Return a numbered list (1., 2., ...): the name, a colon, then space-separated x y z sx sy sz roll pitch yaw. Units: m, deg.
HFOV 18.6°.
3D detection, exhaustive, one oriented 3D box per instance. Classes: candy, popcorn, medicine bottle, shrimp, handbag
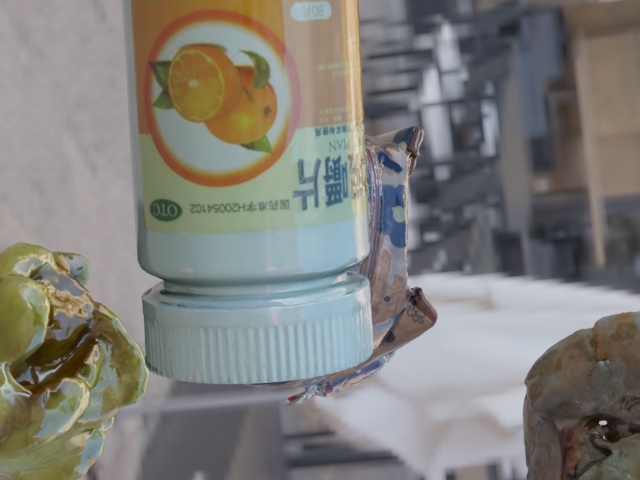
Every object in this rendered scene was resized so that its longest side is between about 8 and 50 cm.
1. candy: 0.023 0.146 2.185 0.175 0.045 0.043 -19 70 -42
2. popcorn: -0.269 0.092 1.500 0.256 0.255 0.195 53 45 -38
3. medicine bottle: -0.048 -0.076 1.288 0.158 0.158 0.318 -46 133 -79
4. shrimp: 0.200 0.170 1.471 0.164 0.317 0.062 47 33 12
5. handbag: 0.000 0.000 1.836 0.190 0.193 0.251 7 70 -35
